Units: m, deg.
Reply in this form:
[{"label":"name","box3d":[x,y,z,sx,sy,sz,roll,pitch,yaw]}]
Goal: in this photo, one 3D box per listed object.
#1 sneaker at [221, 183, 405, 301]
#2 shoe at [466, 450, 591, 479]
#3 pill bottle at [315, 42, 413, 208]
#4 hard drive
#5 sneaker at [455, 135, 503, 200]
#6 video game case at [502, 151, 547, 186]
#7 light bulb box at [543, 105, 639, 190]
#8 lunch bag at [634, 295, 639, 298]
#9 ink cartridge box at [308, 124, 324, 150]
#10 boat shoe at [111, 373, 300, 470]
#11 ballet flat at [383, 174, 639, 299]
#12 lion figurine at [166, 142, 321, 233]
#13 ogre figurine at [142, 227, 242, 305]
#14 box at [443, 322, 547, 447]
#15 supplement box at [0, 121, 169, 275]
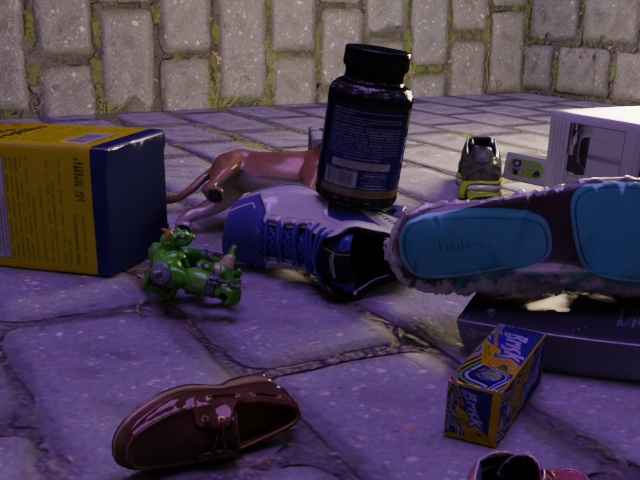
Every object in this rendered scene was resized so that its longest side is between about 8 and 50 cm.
[{"label":"sneaker","box3d":[0.001,0.000,1.223,0.315,0.128,0.182,6,14,12]},{"label":"shoe","box3d":[0.159,0.189,0.628,0.063,0.081,0.178,13,20,38]},{"label":"pill bottle","box3d":[0.065,-0.165,1.226,0.122,0.219,0.123,8,18,-3]},{"label":"hard drive","box3d":[0.299,0.103,0.996,0.254,0.054,0.172,6,16,21]},{"label":"sneaker","box3d":[0.352,-0.170,1.858,0.111,0.121,0.300,2,16,5]},{"label":"video game case","box3d":[0.557,-0.129,1.759,0.269,0.061,0.244,0,14,-39]},{"label":"light bulb box","box3d":[0.616,-0.090,1.385,0.357,0.226,0.361,-7,18,-29]},{"label":"lunch bag","box3d":[0.404,0.060,1.086,0.067,0.099,0.065,-9,36,-36]},{"label":"ink cartridge box","box3d":[0.019,-0.142,1.691,0.086,0.153,0.208,1,14,-2]},{"label":"boat shoe","box3d":[-0.095,0.161,0.754,0.177,0.064,0.060,-9,16,-40]},{"label":"ballet flat","box3d":[0.281,0.002,1.031,0.408,0.147,0.147,0,15,6]},{"label":"lion figurine","box3d":[-0.081,-0.107,1.499,0.391,0.142,0.240,10,40,7]},{"label":"ogre figurine","box3d":[-0.173,0.041,1.151,0.118,0.097,0.197,15,27,-16]},{"label":"box","box3d":[0.177,0.139,0.853,0.054,0.059,0.169,11,19,26]},{"label":"supplement box","box3d":[-0.443,-0.076,1.357,0.356,0.194,0.195,5,16,15]}]
